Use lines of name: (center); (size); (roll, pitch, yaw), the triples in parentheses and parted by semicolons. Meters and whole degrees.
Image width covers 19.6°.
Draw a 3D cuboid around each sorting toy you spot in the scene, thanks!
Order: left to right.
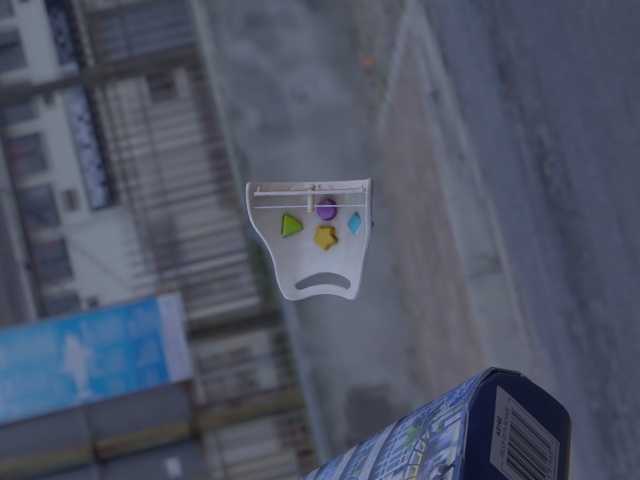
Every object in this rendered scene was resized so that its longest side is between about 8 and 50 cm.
sorting toy: (0.000, 0.000, 1.158); (0.045, 0.083, 0.075); (0, -91, -68)

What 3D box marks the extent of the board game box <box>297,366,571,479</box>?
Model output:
board game box: (-0.029, 0.137, 0.496); (0.060, 0.194, 0.194); (43, -147, -21)
